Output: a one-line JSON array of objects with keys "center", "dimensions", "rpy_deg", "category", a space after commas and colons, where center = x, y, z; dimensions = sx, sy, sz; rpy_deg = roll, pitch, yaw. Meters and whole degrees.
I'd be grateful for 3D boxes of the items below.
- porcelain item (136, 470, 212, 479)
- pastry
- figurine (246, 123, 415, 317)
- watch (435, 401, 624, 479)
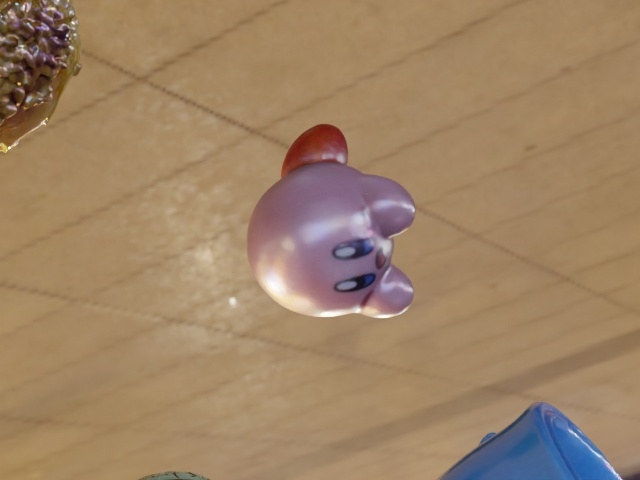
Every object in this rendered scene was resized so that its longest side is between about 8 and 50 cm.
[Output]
[{"center": [-0.188, 0.405, 1.733], "dimensions": [0.253, 0.253, 0.253], "rpy_deg": [-14, 161, -5], "category": "porcelain item"}, {"center": [-0.382, -0.235, 1.361], "dimensions": [0.285, 0.315, 0.184], "rpy_deg": [7, 173, -19], "category": "pastry"}, {"center": [-0.008, -0.002, 1.910], "dimensions": [0.211, 0.261, 0.269], "rpy_deg": [-12, 117, -27], "category": "figurine"}, {"center": [0.159, 0.211, 0.855], "dimensions": [0.241, 0.305, 0.274], "rpy_deg": [-41, 139, 9], "category": "watch"}]
